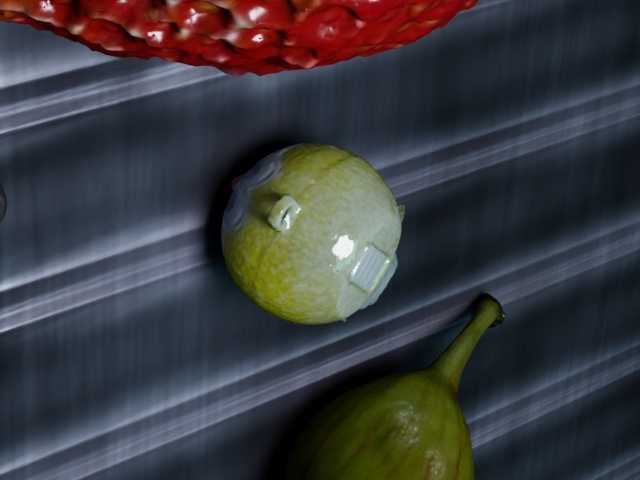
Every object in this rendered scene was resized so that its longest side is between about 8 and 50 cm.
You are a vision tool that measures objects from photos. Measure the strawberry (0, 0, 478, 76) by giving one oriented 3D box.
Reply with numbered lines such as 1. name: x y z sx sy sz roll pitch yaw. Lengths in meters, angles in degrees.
1. strawberry: -0.051 -0.229 0.901 0.292 0.310 0.292 3 90 -69

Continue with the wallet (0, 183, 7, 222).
1. wallet: -0.278 -0.021 0.927 0.250 0.044 0.149 39 80 -48

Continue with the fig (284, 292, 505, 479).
1. fig: 0.084 0.144 1.310 0.259 0.151 0.151 -48 138 -19

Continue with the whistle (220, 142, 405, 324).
1. whistle: 0.000 0.000 1.189 0.123 0.123 0.223 -59 160 -1
